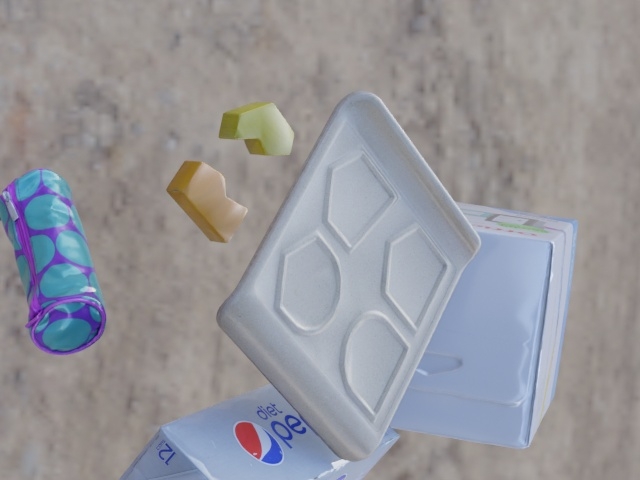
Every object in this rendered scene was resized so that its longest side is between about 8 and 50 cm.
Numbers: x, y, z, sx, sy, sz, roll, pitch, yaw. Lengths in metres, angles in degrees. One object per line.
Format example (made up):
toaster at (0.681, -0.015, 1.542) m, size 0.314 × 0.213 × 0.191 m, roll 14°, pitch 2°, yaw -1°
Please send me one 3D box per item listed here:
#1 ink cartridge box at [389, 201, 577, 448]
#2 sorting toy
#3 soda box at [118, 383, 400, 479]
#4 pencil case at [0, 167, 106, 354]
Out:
ink cartridge box at (0.131, 0.070, 1.782) m, size 0.270 × 0.198 × 0.197 m, roll -23°, pitch 121°, yaw -77°
sorting toy at (0.000, 0.000, 1.436) m, size 0.307 × 0.041 × 0.229 m, roll 51°, pitch 59°, yaw -37°
soda box at (-0.050, 0.184, 1.491) m, size 0.091 × 0.098 × 0.286 m, roll -52°, pitch 164°, yaw 23°
pencil case at (-0.216, 0.016, 1.461) m, size 0.070 × 0.064 × 0.151 m, roll 23°, pitch 33°, yaw -42°
